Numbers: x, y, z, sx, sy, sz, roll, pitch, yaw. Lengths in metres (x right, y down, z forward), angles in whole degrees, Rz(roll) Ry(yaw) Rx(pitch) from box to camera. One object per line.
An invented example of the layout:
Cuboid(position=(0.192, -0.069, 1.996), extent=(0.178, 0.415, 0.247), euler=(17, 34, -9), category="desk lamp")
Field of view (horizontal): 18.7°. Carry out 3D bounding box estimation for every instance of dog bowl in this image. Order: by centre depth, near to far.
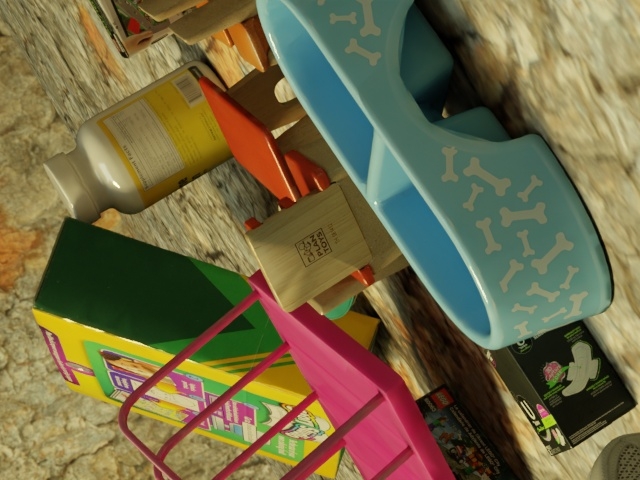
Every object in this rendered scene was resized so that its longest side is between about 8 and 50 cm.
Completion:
Cuboid(position=(0.060, -0.062, 1.175), extent=(0.297, 0.074, 0.166), euler=(55, 169, 13), category="dog bowl")

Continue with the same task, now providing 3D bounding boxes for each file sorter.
Cuboid(position=(-0.008, 0.213, 1.598), extent=(0.202, 0.182, 0.291), euler=(37, 161, 47), category="file sorter")

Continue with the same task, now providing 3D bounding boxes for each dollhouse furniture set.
Cuboid(position=(-0.031, -0.055, 1.450), extent=(0.262, 0.135, 0.259), euler=(64, 169, -28), category="dollhouse furniture set")

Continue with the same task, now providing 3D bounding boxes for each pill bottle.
Cuboid(position=(-0.170, -0.089, 1.878), extent=(0.103, 0.184, 0.103), euler=(56, 170, 16), category="pill bottle")

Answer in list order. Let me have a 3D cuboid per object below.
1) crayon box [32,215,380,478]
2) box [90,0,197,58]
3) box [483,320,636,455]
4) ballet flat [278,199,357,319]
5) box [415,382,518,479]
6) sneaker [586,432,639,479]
Cuboid(position=(-0.110, 0.117, 1.966), extent=(0.313, 0.106, 0.363), euler=(17, 164, 3), category="crayon box")
Cuboid(position=(-0.154, -0.258, 1.514), extent=(0.207, 0.114, 0.036), euler=(61, 170, -12), category="box")
Cuboid(position=(0.151, 0.087, 1.237), extent=(0.083, 0.052, 0.062), euler=(58, 169, 6), category="box")
Cuboid(position=(0.000, 0.000, 1.743), extent=(0.168, 0.057, 0.052), euler=(76, -176, -46), category="ballet flat")
Cuboid(position=(0.124, 0.246, 1.741), extent=(0.159, 0.044, 0.233), euler=(54, 159, 21), category="box")
Cuboid(position=(0.234, 0.161, 1.026), extent=(0.281, 0.105, 0.115), euler=(-135, 47, -60), category="sneaker")
